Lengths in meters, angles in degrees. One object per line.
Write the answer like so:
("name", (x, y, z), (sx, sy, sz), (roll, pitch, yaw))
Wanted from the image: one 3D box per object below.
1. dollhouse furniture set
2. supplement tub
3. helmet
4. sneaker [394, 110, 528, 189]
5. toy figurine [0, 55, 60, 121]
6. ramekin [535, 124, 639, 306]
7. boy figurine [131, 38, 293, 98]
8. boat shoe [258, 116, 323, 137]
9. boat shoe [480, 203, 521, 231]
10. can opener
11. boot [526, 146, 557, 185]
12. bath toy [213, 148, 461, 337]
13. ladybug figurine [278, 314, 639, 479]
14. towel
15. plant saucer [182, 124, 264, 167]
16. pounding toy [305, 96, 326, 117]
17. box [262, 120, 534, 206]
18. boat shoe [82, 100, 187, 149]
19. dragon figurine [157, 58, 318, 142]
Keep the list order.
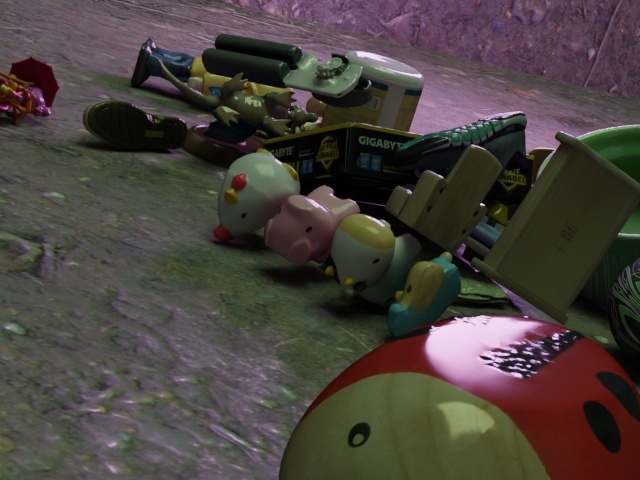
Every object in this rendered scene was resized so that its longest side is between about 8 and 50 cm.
("dollhouse furniture set", (0.218, -0.070, 1.754), (0.286, 0.198, 0.303), (32, 3, -25))
("supplement tub", (0.076, -0.197, 2.199), (0.144, 0.200, 0.144), (16, 16, -5))
("helmet", (0.441, 0.094, 1.687), (0.161, 0.169, 0.169), (36, 18, 4))
("sneaker", (0.203, -0.108, 1.839), (0.223, 0.098, 0.083), (-18, 11, -30))
("toy figurine", (-0.446, -0.223, 1.953), (0.159, 0.130, 0.173), (13, 36, -49))
("ramekin", (0.469, -0.031, 1.962), (0.303, 0.148, 0.303), (-6, 34, 4))
("boy figurine", (-0.190, -0.289, 2.432), (0.285, 0.092, 0.177), (17, 16, -5))
("boat shoe", (-0.034, -0.184, 2.306), (0.170, 0.063, 0.059), (11, 17, 15))
("boat shoe", (0.263, -0.081, 2.181), (0.301, 0.102, 0.108), (29, 20, 34))
("can opener", (-0.056, -0.253, 2.057), (0.280, 0.093, 0.074), (18, 53, 29))
("boot", (0.485, -0.136, 2.604), (0.261, 0.095, 0.203), (15, 17, -15))
("bath toy", (0.000, 0.000, 1.635), (0.348, 0.129, 0.151), (30, -24, 32))
("ladybug figurine", (0.147, 0.169, 1.138), (0.305, 0.162, 0.449), (24, 17, 22))
("towel", (0.176, 0.048, 1.806), (0.110, 0.027, 0.148), (6, 19, -36))
("plant saucer", (-0.143, -0.149, 2.129), (0.168, 0.029, 0.168), (16, 17, -5))
("pounding toy", (0.089, -0.236, 2.505), (0.182, 0.110, 0.237), (9, 18, -26))
("box", (0.111, -0.102, 1.978), (0.322, 0.079, 0.257), (8, -4, -29))
("boat shoe", (-0.288, -0.169, 2.005), (0.072, 0.068, 0.190), (15, 1, 40))
("dragon figurine", (-0.128, -0.197, 2.054), (0.289, 0.085, 0.144), (10, -9, -21))
